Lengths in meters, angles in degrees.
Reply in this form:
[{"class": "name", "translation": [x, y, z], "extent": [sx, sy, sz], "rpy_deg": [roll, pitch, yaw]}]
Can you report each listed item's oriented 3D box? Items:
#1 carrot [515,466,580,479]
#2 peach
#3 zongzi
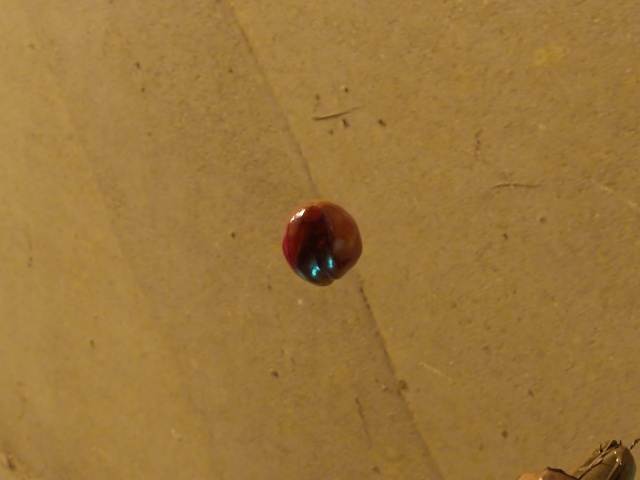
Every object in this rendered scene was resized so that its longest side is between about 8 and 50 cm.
[{"class": "carrot", "translation": [0.153, 0.316, 0.840], "extent": [0.102, 0.263, 0.102], "rpy_deg": [27, 137, 29]}, {"class": "peach", "translation": [-0.002, 0.000, 1.105], "extent": [0.101, 0.101, 0.100], "rpy_deg": [22, 120, 43]}, {"class": "zongzi", "translation": [0.313, 0.317, 1.242], "extent": [0.178, 0.189, 0.081], "rpy_deg": [4, 147, 39]}]
